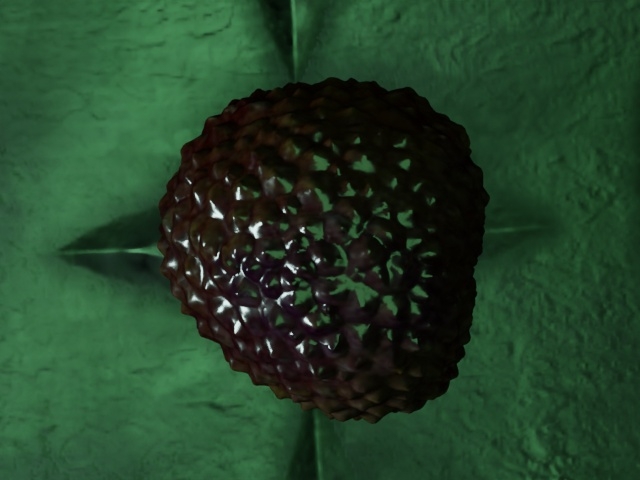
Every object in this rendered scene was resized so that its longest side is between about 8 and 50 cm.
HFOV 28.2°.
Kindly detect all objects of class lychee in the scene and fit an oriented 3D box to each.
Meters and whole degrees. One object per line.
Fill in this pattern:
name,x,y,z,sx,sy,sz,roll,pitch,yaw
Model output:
lychee,0.000,0.000,0.705,0.188,0.188,0.188,0,92,-8
